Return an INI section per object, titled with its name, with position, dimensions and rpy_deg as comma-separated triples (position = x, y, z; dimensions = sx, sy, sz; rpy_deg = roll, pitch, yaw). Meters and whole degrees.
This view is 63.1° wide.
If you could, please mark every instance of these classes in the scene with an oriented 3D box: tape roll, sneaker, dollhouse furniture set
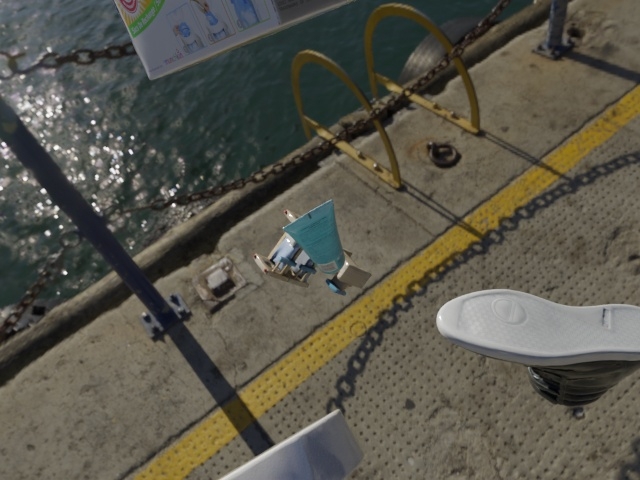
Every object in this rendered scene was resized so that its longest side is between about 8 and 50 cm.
[tape roll]
position = -0.126, 0.339, 0.655
dimensions = 0.392, 0.392, 0.072
rpy_deg = -28, 73, -9
[sneaker]
position = 0.274, 0.149, 0.664
dimensions = 0.295, 0.147, 0.105
rpy_deg = 6, 43, -10
[dollhouse furniture set]
position = -0.021, 0.050, 1.054
dimensions = 0.129, 0.129, 0.184
rpy_deg = -55, 45, 12

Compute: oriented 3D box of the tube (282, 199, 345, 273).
[tube]
position = 0.000, 0.000, 0.822
dimensions = 0.080, 0.207, 0.052
rpy_deg = -35, 68, -4

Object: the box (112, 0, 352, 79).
[box]
position = -0.070, -0.206, 0.402
dimensions = 0.114, 0.103, 0.203
rpy_deg = -35, 25, -32
